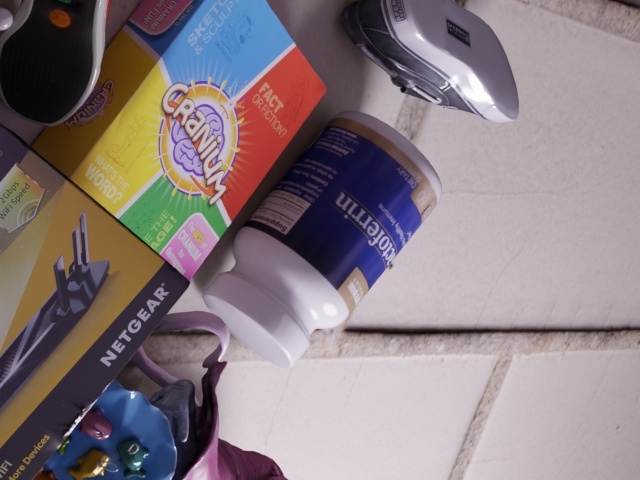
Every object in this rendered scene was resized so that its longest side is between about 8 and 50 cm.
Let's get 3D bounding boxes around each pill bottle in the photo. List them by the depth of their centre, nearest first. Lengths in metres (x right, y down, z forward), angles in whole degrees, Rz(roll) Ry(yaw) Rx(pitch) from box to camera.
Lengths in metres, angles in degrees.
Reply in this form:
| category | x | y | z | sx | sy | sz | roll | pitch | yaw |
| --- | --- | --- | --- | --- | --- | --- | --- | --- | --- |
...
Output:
| category | x | y | z | sx | sy | sz | roll | pitch | yaw |
| --- | --- | --- | --- | --- | --- | --- | --- | --- | --- |
| pill bottle | 0.000 | 0.000 | 1.723 | 0.265 | 0.153 | 0.153 | -51 | 146 | -15 |

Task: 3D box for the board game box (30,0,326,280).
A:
| category | x | y | z | sx | sy | sz | roll | pitch | yaw |
| --- | --- | --- | --- | --- | --- | --- | --- | --- | --- |
| board game box | -0.146 | -0.096 | 1.532 | 0.316 | 0.064 | 0.242 | -55 | 147 | -10 |

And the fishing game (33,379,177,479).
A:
| category | x | y | z | sx | sy | sz | roll | pitch | yaw |
| --- | --- | --- | --- | --- | --- | --- | --- | --- | --- |
| fishing game | -0.233 | 0.216 | 1.517 | 0.189 | 0.041 | 0.264 | -32 | 112 | 7 |

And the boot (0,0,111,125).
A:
| category | x | y | z | sx | sy | sz | roll | pitch | yaw |
| --- | --- | --- | --- | --- | --- | --- | --- | --- | --- |
| boot | -0.202 | -0.227 | 1.351 | 0.176 | 0.088 | 0.244 | -74 | -172 | -45 |

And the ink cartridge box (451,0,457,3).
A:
| category | x | y | z | sx | sy | sz | roll | pitch | yaw |
| --- | --- | --- | --- | --- | --- | --- | --- | --- | --- |
| ink cartridge box | 0.137 | -0.285 | 1.812 | 0.048 | 0.028 | 0.083 | 22 | 96 | -57 |

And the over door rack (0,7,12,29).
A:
| category | x | y | z | sx | sy | sz | roll | pitch | yaw |
| --- | --- | --- | --- | --- | --- | --- | --- | --- | --- |
| over door rack | -0.370 | -0.176 | 1.131 | 0.239 | 0.108 | 0.324 | -52 | 146 | -16 |

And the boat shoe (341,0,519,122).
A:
| category | x | y | z | sx | sy | sz | roll | pitch | yaw |
| --- | --- | --- | --- | --- | --- | --- | --- | --- | --- |
| boat shoe | 0.128 | -0.204 | 1.798 | 0.301 | 0.102 | 0.108 | 24 | 57 | -54 |

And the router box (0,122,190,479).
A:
| category | x | y | z | sx | sy | sz | roll | pitch | yaw |
| --- | --- | --- | --- | --- | --- | --- | --- | --- | --- |
| router box | -0.298 | 0.077 | 1.346 | 0.309 | 0.081 | 0.243 | -52 | 126 | -5 |

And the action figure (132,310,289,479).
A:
| category | x | y | z | sx | sy | sz | roll | pitch | yaw |
| --- | --- | --- | --- | --- | --- | --- | --- | --- | --- |
| action figure | -0.139 | 0.256 | 1.742 | 0.370 | 0.248 | 0.276 | 33 | 59 | -56 |
